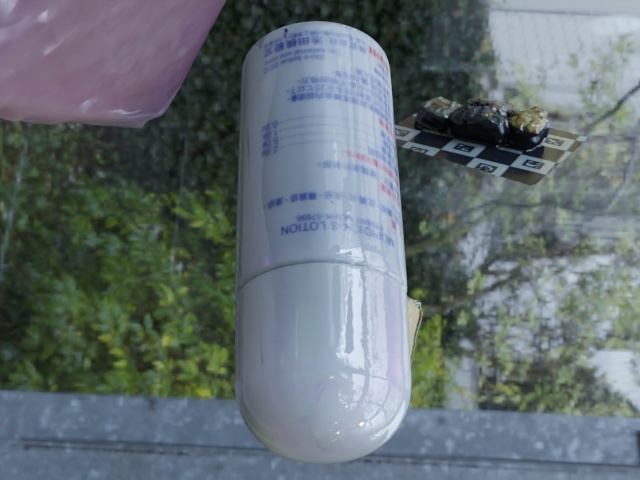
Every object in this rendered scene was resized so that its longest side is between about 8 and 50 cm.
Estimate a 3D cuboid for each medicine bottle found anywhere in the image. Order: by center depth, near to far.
[{"bbox_3d":[0.000,0.000,0.696,0.130,0.130,0.340,92,-4,-60],"label":"medicine bottle"}]

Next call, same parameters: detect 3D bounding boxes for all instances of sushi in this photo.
[{"bbox_3d":[0.200,-0.148,1.112,0.192,0.215,0.050,-33,135,-49],"label":"sushi"}]

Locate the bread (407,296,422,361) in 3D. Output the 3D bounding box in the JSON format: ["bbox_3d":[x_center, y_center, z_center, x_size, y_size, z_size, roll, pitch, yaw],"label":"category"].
[{"bbox_3d":[0.041,0.098,0.959,0.125,0.082,0.106,23,82,-45],"label":"bread"}]

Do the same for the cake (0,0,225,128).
[{"bbox_3d":[-0.173,-0.242,0.571,0.308,0.237,0.230,-55,157,17],"label":"cake"}]
